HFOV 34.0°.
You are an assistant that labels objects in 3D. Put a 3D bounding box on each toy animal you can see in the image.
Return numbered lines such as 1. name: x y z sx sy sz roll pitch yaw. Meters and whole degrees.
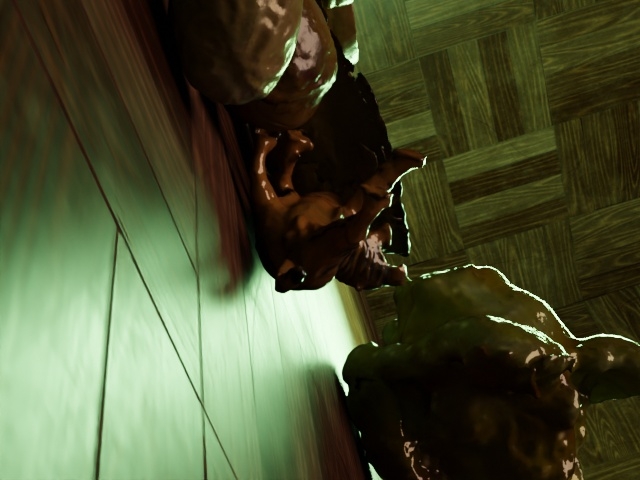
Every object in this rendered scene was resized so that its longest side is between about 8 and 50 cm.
1. toy animal: -0.008 -0.002 0.683 0.255 0.114 0.116 -40 144 -72

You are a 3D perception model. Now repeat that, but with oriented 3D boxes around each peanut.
1. peanut: -0.047 -0.162 0.575 0.080 0.080 0.175 46 42 -84

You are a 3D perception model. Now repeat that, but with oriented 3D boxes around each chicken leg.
1. chicken leg: -0.062 -0.186 0.658 0.252 0.087 0.107 65 -5 -23

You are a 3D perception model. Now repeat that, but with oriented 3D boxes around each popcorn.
1. popcorn: 0.199 0.172 1.131 0.321 0.325 0.290 62 4 -27

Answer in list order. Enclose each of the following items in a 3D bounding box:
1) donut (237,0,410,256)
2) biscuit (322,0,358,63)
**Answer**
1. donut: -0.016 -0.100 0.894 0.272 0.107 0.272 162 -90 -88
2. biscuit: 0.003 -0.271 0.954 0.289 0.044 0.202 56 26 -83
